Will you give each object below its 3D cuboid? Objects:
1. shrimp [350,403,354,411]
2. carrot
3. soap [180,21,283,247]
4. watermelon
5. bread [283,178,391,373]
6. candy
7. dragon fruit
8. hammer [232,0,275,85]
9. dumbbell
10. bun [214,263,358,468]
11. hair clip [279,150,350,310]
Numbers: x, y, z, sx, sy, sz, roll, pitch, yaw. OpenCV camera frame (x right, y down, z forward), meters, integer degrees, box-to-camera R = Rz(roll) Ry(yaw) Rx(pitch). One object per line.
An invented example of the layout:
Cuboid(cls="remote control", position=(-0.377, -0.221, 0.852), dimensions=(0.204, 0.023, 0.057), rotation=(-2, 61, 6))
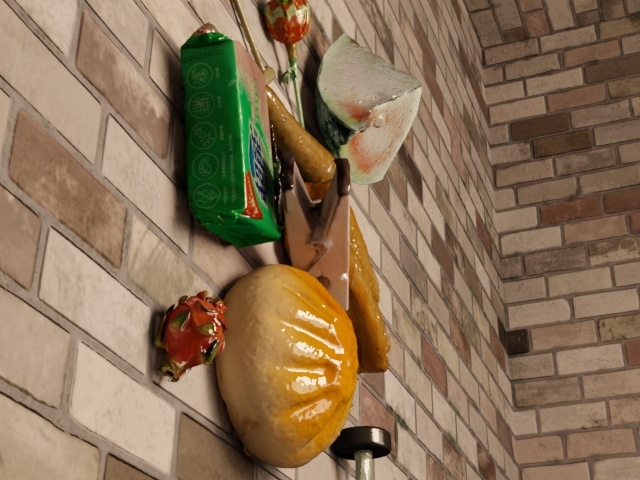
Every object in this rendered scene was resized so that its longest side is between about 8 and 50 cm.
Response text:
Cuboid(cls="shrimp", position=(0.022, 0.268, 1.759), dimensions=(0.190, 0.075, 0.073), rotation=(-63, 172, -46))
Cuboid(cls="carrot", position=(-0.056, -0.185, 1.785), dimensions=(0.298, 0.078, 0.078), rotation=(51, 33, -44))
Cuboid(cls="soap", position=(-0.131, -0.139, 1.468), dimensions=(0.218, 0.098, 0.273), rotation=(33, 49, -69))
Cuboid(cls="watermelon", position=(0.107, -0.233, 2.045), dimensions=(0.320, 0.214, 0.289), rotation=(-94, 166, -56))
Cuboid(cls="bread", position=(0.038, 0.069, 1.852), dimensions=(0.185, 0.109, 0.380), rotation=(-86, 159, -47))
Cuboid(cls="candy", position=(-0.049, -0.306, 1.885), dimensions=(0.084, 0.078, 0.287), rotation=(-143, -138, -60))
Cuboid(cls="dragon fruit", position=(-0.159, 0.120, 1.283), dimensions=(0.081, 0.086, 0.116), rotation=(121, -15, -55))
Cuboid(cls="hammer", position=(-0.127, -0.343, 1.723), dimensions=(0.195, 0.028, 0.060), rotation=(69, 29, -21))
Cuboid(cls="dumbbell", position=(0.074, 0.421, 1.776), dimensions=(0.100, 0.100, 0.191), rotation=(50, 36, -57))
Cuboid(cls="bun", position=(-0.028, 0.179, 1.506), dimensions=(0.299, 0.165, 0.299), rotation=(-11, 90, -71))
Cuboid(cls="hair clip", position=(0.000, -0.003, 1.584), dimensions=(0.331, 0.101, 0.085), rotation=(85, -1, -55))
